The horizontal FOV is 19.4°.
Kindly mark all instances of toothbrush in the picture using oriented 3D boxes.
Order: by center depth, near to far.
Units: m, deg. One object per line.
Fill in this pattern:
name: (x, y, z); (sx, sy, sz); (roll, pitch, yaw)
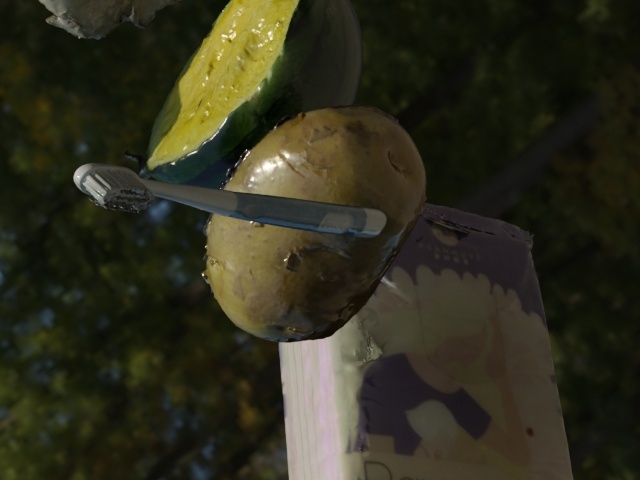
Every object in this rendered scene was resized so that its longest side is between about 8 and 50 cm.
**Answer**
toothbrush: (-0.037, -0.018, 1.039); (0.025, 0.019, 0.276); (38, -163, 31)

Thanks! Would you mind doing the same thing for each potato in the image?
potato: (0.000, 0.000, 1.327); (0.164, 0.200, 0.081); (2, -140, -30)

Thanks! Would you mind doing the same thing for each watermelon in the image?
watermelon: (-0.044, -0.113, 1.479); (0.127, 0.232, 0.204); (32, -172, -21)

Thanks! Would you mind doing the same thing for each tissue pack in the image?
tissue pack: (0.089, 0.139, 1.597); (0.242, 0.125, 0.343); (13, -123, -29)

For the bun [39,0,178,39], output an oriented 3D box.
bun: (-0.128, -0.294, 1.358); (0.281, 0.205, 0.281); (176, 90, -74)
